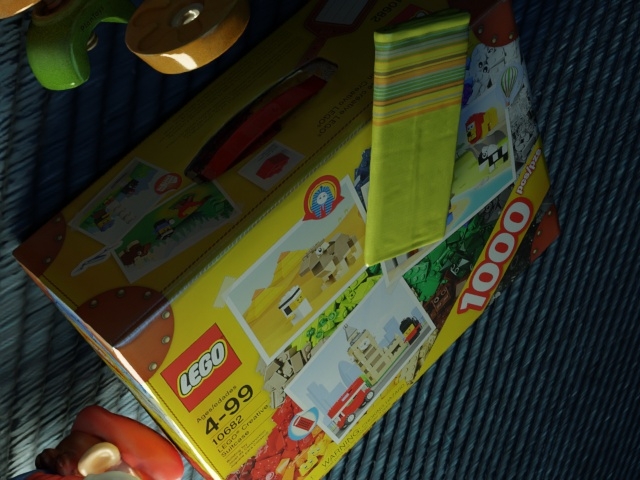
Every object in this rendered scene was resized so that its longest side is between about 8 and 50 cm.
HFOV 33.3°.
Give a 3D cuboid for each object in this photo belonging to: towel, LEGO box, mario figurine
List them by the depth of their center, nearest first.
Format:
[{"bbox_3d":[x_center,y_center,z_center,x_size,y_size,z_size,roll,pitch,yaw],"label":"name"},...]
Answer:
[{"bbox_3d":[0.084,-0.092,0.985,0.102,0.021,0.237,-18,127,-30],"label":"towel"},{"bbox_3d":[-0.273,0.286,1.037,0.320,0.198,0.170,-19,118,-30],"label":"mario figurine"},{"bbox_3d":[0.000,0.000,1.124,0.500,0.193,0.372,-43,139,-16],"label":"LEGO box"}]

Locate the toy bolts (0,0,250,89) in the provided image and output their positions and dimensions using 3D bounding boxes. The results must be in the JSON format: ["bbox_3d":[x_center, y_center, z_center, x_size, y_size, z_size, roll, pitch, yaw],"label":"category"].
[{"bbox_3d":[-0.150,-0.251,0.825,0.228,0.218,0.158,-59,137,-26],"label":"toy bolts"}]
